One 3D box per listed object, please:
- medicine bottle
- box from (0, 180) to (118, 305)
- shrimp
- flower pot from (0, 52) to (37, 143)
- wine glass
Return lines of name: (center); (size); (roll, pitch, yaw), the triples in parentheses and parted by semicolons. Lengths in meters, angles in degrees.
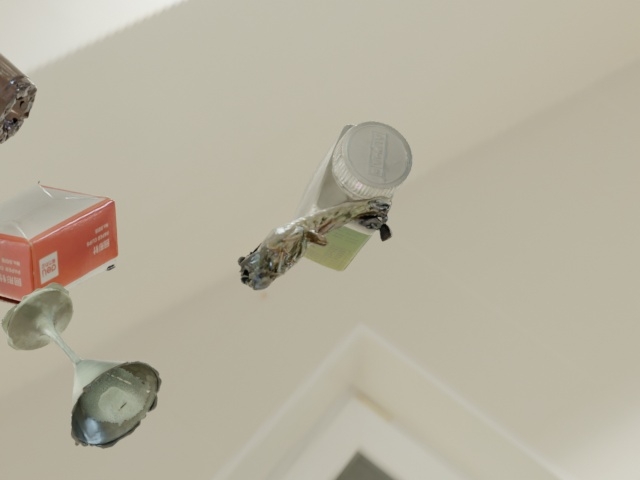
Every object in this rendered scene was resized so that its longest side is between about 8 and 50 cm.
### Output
medicine bottle: (0.037, -0.061, 1.904); (0.132, 0.088, 0.188); (-68, 7, -28)
box: (-0.358, 0.006, 2.053); (0.182, 0.133, 0.099); (-36, -47, -55)
shrimp: (0.000, 0.000, 1.663); (0.152, 0.046, 0.219); (-14, 11, 28)
flower pot: (-0.325, -0.143, 1.550); (0.111, 0.089, 0.111); (-57, -8, -13)
wine glass: (-0.275, 0.133, 1.823); (0.122, 0.183, 0.122); (-27, -40, -26)
